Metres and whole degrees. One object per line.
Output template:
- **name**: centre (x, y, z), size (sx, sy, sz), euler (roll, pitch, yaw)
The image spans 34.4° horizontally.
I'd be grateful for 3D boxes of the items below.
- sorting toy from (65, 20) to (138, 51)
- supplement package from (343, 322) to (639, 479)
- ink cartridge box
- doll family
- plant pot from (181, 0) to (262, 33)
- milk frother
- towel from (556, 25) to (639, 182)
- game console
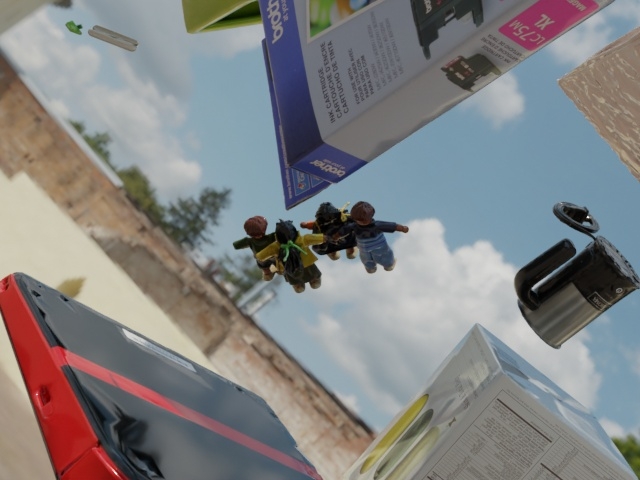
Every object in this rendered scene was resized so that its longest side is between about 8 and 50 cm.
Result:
- **sorting toy**: centre (-0.251, -0.235, 1.189), size (0.083, 0.012, 0.062), euler (19, 14, -12)
- **supplement package**: centre (0.184, 0.276, 1.200), size (0.198, 0.262, 0.199), euler (38, 9, -7)
- **ink cartridge box**: centre (0.050, -0.171, 0.760), size (0.065, 0.311, 0.185), euler (16, 53, -40)
- **doll family**: centre (0.000, 0.000, 1.146), size (0.111, 0.193, 0.076), euler (70, 3, -48)
- **plant pot**: centre (-0.068, -0.413, 1.398), size (0.228, 0.227, 0.207), euler (-6, -81, 61)
- **milk frother**: centre (0.315, 0.038, 1.330), size (0.129, 0.135, 0.143), euler (43, 23, -14)
- **towel**: centre (0.431, -0.095, 1.183), size (0.332, 0.053, 0.317), euler (49, -1, -3)
- **game console**: centre (-0.121, 0.201, 0.990), size (0.386, 0.060, 0.342), euler (36, 5, -41)
